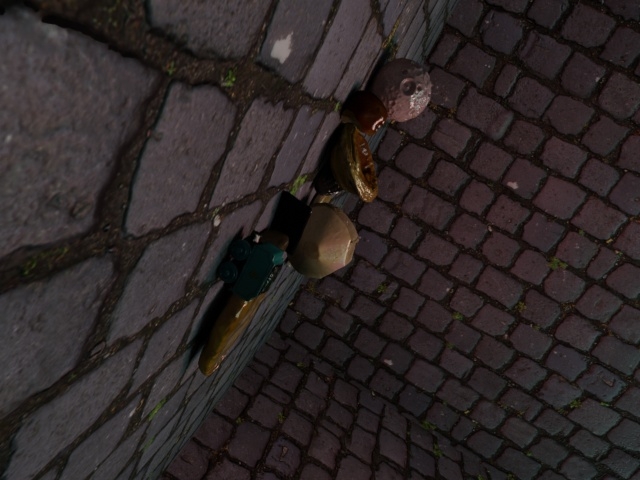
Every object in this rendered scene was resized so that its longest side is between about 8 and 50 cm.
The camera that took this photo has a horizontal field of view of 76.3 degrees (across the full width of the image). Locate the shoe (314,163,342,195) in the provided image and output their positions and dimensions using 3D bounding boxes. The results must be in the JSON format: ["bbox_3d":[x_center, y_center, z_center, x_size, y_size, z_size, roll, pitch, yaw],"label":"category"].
[{"bbox_3d":[0.060,-0.285,1.896,0.336,0.132,0.171,-32,-171,-40],"label":"shoe"}]

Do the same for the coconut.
[{"bbox_3d":[0.000,0.000,1.823,0.352,0.353,0.352,-58,175,-9],"label":"coconut"}]

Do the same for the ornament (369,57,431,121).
[{"bbox_3d":[0.338,-0.628,1.711,0.259,0.259,0.225,-60,-172,10],"label":"ornament"}]

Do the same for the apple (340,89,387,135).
[{"bbox_3d":[0.173,-0.483,1.540,0.147,0.158,0.156,-62,170,12],"label":"apple"}]

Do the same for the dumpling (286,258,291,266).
[{"bbox_3d":[-0.096,0.019,2.262,0.332,0.086,0.166,-64,177,9],"label":"dumpling"}]

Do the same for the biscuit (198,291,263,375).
[{"bbox_3d":[-0.303,0.255,1.515,0.429,0.104,0.446,-55,176,-47],"label":"biscuit"}]

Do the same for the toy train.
[{"bbox_3d":[-0.201,0.075,1.189,0.197,0.154,0.107,-59,172,11],"label":"toy train"}]

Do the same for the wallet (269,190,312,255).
[{"bbox_3d":[-0.111,-0.057,1.442,0.025,0.124,0.244,-43,165,-45],"label":"wallet"}]

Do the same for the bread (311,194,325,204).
[{"bbox_3d":[0.004,-0.199,2.118,0.316,0.054,0.316,-57,175,-8],"label":"bread"}]

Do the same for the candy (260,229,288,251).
[{"bbox_3d":[-0.190,0.041,1.377,0.104,0.102,0.234,-62,176,25],"label":"candy"}]

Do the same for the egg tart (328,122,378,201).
[{"bbox_3d":[0.135,-0.320,1.728,0.352,0.150,0.351,42,42,-54],"label":"egg tart"}]
